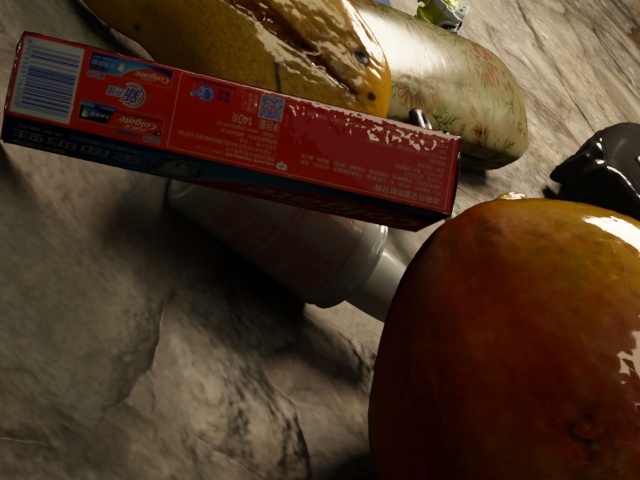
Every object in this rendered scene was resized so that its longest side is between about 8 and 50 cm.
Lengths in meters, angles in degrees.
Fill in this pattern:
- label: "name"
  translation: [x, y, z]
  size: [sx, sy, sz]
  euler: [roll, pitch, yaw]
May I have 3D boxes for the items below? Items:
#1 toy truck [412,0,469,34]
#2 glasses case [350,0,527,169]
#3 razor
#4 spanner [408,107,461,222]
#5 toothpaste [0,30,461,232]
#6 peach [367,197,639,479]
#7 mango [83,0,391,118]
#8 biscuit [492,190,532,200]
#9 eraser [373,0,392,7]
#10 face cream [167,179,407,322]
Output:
- label: "toy truck"
  translation: [0.141, -0.283, 1.578]
  size: [0.077, 0.111, 0.076]
  euler: [38, 26, -7]
- label: "glasses case"
  translation: [0.118, -0.177, 1.399]
  size: [0.425, 0.098, 0.156]
  euler: [7, 64, -53]
- label: "razor"
  translation: [0.444, -0.075, 1.761]
  size: [0.189, 0.107, 0.327]
  euler: [52, 27, 6]
- label: "spanner"
  translation: [0.145, 0.004, 1.232]
  size: [0.087, 0.024, 0.316]
  euler: [20, 49, -57]
- label: "toothpaste"
  translation: [-0.061, -0.073, 0.861]
  size: [0.320, 0.076, 0.066]
  euler: [13, 77, -13]
- label: "peach"
  translation: [0.188, 0.134, 0.879]
  size: [0.373, 0.290, 0.372]
  euler: [31, 27, -17]
- label: "mango"
  translation: [-0.062, -0.179, 1.070]
  size: [0.295, 0.177, 0.120]
  euler: [36, -10, -19]
- label: "biscuit"
  translation: [0.302, 0.052, 1.423]
  size: [0.273, 0.036, 0.187]
  euler: [57, 21, 5]
- label: "eraser"
  translation: [0.060, -0.296, 1.552]
  size: [0.082, 0.036, 0.225]
  euler: [27, 33, -38]
- label: "face cream"
  translation: [0.000, 0.000, 0.990]
  size: [0.252, 0.101, 0.101]
  euler: [37, 29, -23]
